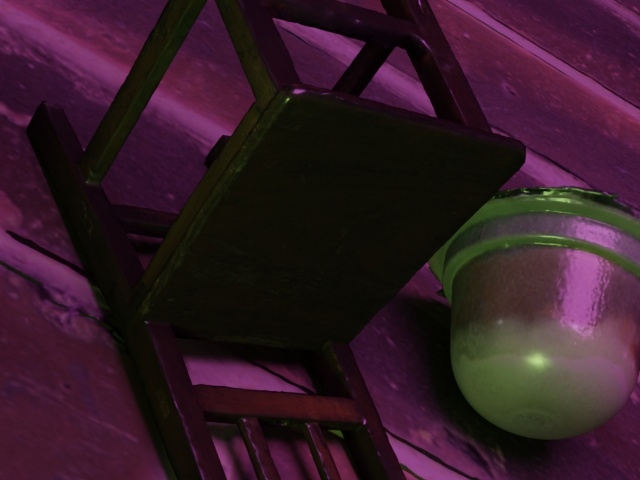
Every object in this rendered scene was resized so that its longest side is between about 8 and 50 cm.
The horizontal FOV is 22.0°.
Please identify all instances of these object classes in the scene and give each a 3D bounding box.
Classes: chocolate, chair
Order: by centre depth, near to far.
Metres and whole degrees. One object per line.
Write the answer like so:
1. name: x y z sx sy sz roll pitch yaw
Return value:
1. chair: 0.000 0.000 1.025 0.203 0.240 0.416 10 40 -42
2. chocolate: 0.173 0.069 1.195 0.221 0.221 0.147 21 56 -27
